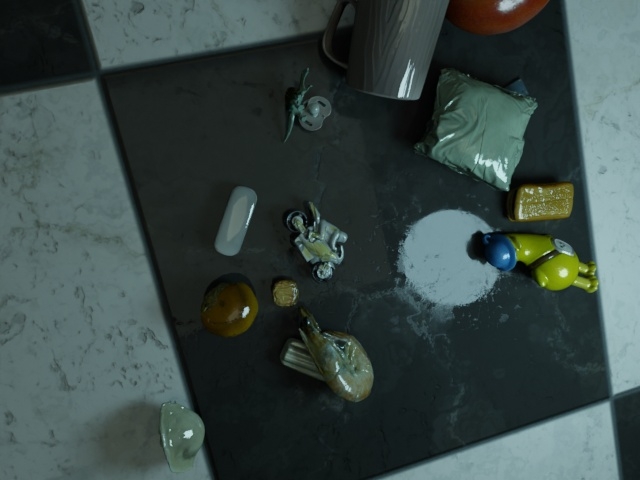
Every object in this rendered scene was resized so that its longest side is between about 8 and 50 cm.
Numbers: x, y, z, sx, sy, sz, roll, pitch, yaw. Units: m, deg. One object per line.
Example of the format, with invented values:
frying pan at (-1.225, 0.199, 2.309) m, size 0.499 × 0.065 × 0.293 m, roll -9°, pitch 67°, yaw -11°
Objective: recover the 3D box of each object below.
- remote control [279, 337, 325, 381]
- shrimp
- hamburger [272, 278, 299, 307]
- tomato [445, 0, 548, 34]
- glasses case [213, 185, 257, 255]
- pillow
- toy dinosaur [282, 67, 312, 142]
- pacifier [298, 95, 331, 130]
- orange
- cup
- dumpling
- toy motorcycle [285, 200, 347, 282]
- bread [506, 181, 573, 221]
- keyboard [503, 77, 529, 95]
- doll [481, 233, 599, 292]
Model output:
remote control at (-0.003, 0.357, 1.320) m, size 0.230 × 0.049 × 0.090 m, roll 23°, pitch 90°, yaw -14°
shrimp at (0.043, 0.309, 1.292) m, size 0.168 × 0.077 × 0.317 m, roll -28°, pitch 83°, yaw -45°
hamburger at (-0.098, 0.149, 1.280) m, size 0.076 × 0.044 × 0.083 m, roll 1°, pitch 95°, yaw -9°
tomato at (0.446, -0.688, 1.152) m, size 0.322 × 0.321 × 0.321 m, roll -1°, pitch 97°, yaw -11°
glasses case at (-0.230, -0.053, 1.227) m, size 0.074 × 0.049 × 0.193 m, roll 18°, pitch 92°, yaw -12°
pillow at (0.436, -0.321, 1.276) m, size 0.310 × 0.138 × 0.283 m, roll 21°, pitch 90°, yaw -7°
toy dinosaur at (-0.072, -0.361, 1.204) m, size 0.044 × 0.187 × 0.106 m, roll -6°, pitch 63°, yaw -33°
pacifier at (-0.020, -0.349, 1.218) m, size 0.082 × 0.078 × 0.099 m, roll 34°, pitch 91°, yaw 2°
orange at (-0.245, 0.186, 1.220) m, size 0.157 × 0.134 × 0.156 m, roll -4°, pitch 59°, yaw 7°
cup at (0.153, -0.513, 1.134) m, size 0.289 × 0.208 × 0.273 m, roll 8°, pitch 116°, yaw -3°
dumpling at (-0.384, 0.535, 1.219) m, size 0.181 × 0.155 × 0.111 m, roll 40°, pitch 112°, yaw -22°
toy motorcycle at (0.000, 0.000, 1.267) m, size 0.151 × 0.074 × 0.228 m, roll -28°, pitch 100°, yaw -9°
bread at (0.665, -0.117, 1.378) m, size 0.201 × 0.077 × 0.115 m, roll -5°, pitch 96°, yaw -12°
keyboard at (0.535, -0.415, 1.347) m, size 0.176 × 0.014 × 0.055 m, roll -32°, pitch 101°, yaw -6°
doll at (0.659, 0.052, 1.380) m, size 0.363 × 0.145 × 0.199 m, roll 19°, pitch 53°, yaw -4°
